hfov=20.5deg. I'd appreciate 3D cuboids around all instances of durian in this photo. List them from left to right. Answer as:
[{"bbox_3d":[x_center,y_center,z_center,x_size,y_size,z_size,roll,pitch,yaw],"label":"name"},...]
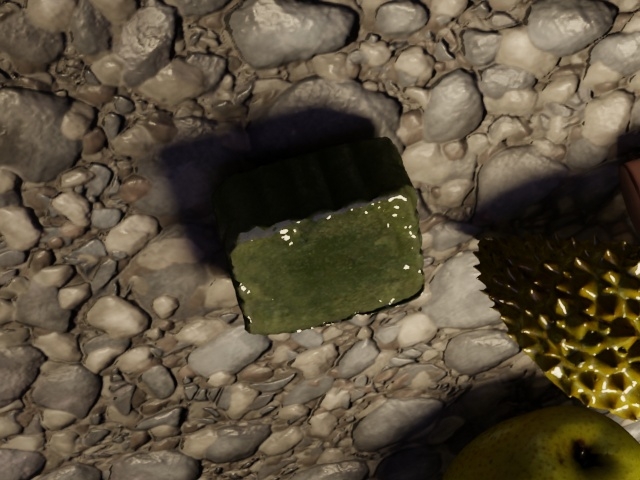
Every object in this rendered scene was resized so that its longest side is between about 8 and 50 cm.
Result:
[{"bbox_3d":[0.303,0.088,1.772,0.306,0.166,0.172,11,91,-26],"label":"durian"}]

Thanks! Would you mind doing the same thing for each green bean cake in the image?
[{"bbox_3d":[0.000,0.000,1.654,0.183,0.094,0.185,-16,140,-3],"label":"green bean cake"}]

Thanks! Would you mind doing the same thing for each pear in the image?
[{"bbox_3d":[0.270,0.324,1.988,0.294,0.294,0.294,-10,139,-9],"label":"pear"}]

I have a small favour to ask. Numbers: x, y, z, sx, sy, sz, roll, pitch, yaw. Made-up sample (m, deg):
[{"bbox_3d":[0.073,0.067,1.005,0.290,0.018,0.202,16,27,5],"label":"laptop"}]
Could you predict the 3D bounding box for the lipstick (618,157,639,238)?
[{"bbox_3d":[0.461,-0.084,1.736,0.326,0.087,0.087,-18,140,0],"label":"lipstick"}]
